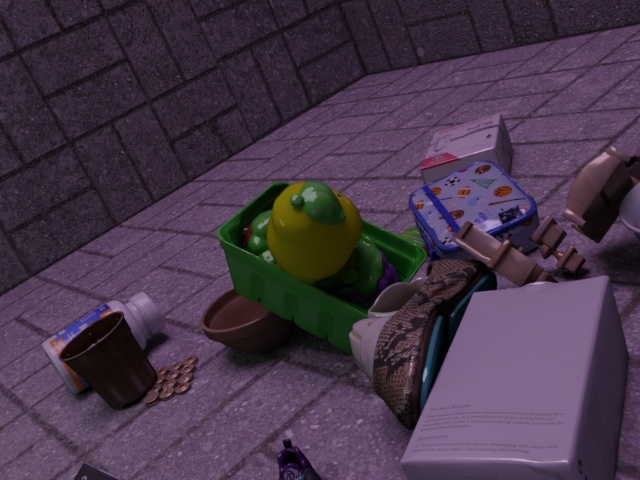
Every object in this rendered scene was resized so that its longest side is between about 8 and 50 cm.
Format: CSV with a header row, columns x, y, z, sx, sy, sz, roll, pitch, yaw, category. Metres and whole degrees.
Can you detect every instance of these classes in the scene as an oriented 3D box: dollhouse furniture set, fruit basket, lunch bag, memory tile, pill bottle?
x,y,z,sx,sy,sz,roll,pitch,yaw,category
0.407,-0.092,1.282,0.174,0.303,0.355,37,98,28,dollhouse furniture set
0.000,0.000,1.410,0.392,0.392,0.283,-7,26,38,fruit basket
0.326,-0.048,1.613,0.243,0.115,0.303,-22,30,1,lunch bag
-0.331,0.309,1.649,0.113,0.012,0.148,-22,21,7,memory tile
-0.528,0.243,1.828,0.272,0.152,0.152,-34,22,-23,pill bottle

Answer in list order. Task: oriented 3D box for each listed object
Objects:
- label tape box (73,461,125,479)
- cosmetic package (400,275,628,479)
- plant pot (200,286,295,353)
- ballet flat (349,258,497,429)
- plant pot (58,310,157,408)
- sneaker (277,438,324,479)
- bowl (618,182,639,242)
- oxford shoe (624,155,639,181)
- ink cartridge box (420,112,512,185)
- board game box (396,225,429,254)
x,y,z,sx,sy,sz,roll,pitch,yaw,category
-0.328,0.446,1.007,0.347,0.115,0.249,-6,51,52,label tape box
0.280,0.217,1.003,0.217,0.156,0.385,-9,24,34,cosmetic package
-0.135,0.173,1.630,0.237,0.110,0.237,-21,20,8,plant pot
0.154,0.149,1.219,0.182,0.164,0.483,9,23,23,ballet flat
-0.460,0.272,1.647,0.167,0.165,0.167,-29,18,11,plant pot
-0.032,0.374,1.034,0.083,0.098,0.224,-25,20,-1,sneaker
0.658,-0.027,1.212,0.297,0.134,0.298,-22,21,9,bowl
0.687,-0.134,1.492,0.271,0.098,0.097,0,31,47,oxford shoe
0.399,-0.224,2.007,0.207,0.117,0.283,-15,22,23,ink cartridge box
0.244,-0.004,1.753,0.259,0.039,0.124,-23,21,-6,board game box
